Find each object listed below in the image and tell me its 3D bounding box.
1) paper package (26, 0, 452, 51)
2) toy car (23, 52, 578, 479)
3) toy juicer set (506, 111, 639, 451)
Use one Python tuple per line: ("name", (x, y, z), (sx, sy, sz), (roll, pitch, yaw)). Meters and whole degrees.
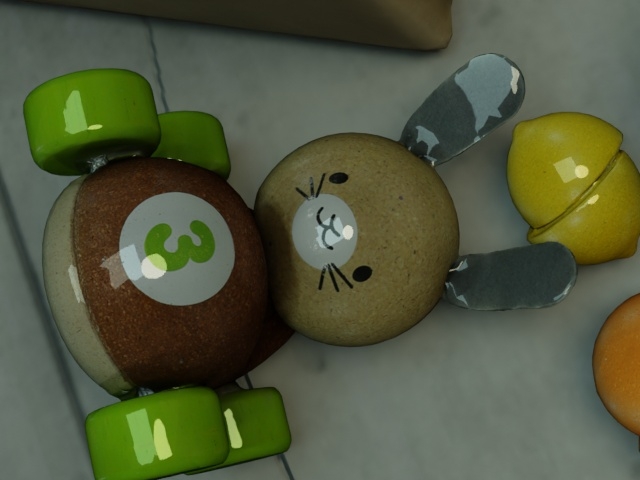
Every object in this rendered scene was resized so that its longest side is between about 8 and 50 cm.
("paper package", (-0.117, -0.210, 0.476), (0.325, 0.309, 0.168), (11, 82, 23))
("toy car", (0.000, 0.000, 0.483), (0.188, 0.149, 0.155), (-16, 79, 14))
("toy juicer set", (0.161, -0.069, 0.447), (0.209, 0.090, 0.328), (-13, 82, 52))
